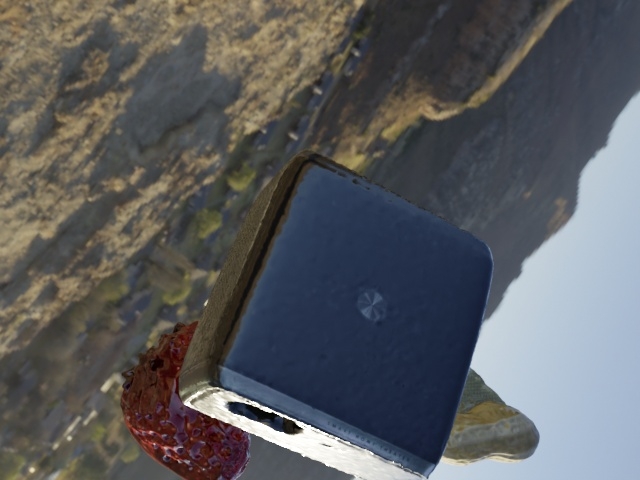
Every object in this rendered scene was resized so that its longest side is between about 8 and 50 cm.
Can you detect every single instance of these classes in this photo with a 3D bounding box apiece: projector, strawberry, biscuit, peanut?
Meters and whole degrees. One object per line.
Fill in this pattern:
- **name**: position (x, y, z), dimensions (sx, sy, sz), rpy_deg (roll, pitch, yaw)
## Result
- **projector**: position (0.030, 0.126, 1.276), dimensions (0.242, 0.395, 0.405), rpy_deg (-40, -153, 61)
- **strawberry**: position (-0.266, 0.380, 1.777), dimensions (0.317, 0.345, 0.295), rpy_deg (-51, 155, 18)
- **biscuit**: position (0.301, 0.347, 1.820), dimensions (0.150, 0.252, 0.052), rpy_deg (-46, -164, -11)
- **peanut**: position (0.303, 0.374, 1.560), dimensions (0.123, 0.257, 0.123), rpy_deg (-175, -90, -71)
